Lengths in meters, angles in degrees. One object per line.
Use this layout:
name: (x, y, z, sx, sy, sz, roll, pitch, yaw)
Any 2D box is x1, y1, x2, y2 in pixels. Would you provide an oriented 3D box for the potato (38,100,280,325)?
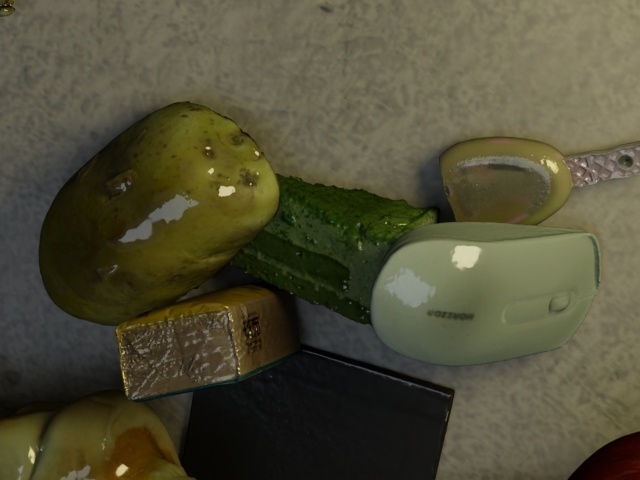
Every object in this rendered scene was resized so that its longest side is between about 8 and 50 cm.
potato: (-0.176, -0.015, 1.832, 0.271, 0.111, 0.160, -36, 85, 34)

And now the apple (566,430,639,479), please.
apple: (0.335, 0.334, 1.729, 0.328, 0.295, 0.365, -12, 112, -2)

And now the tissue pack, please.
tissue pack: (-0.101, 0.090, 1.835, 0.120, 0.169, 0.082, -12, 91, 21)

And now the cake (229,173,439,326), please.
cake: (-0.020, 0.000, 1.819, 0.235, 0.099, 0.100, 14, 114, 12)

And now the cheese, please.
cheese: (0.202, -0.057, 1.758, 0.192, 0.037, 0.097, -12, 110, 21)

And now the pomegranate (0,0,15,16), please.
pomegranate: (-0.353, -0.224, 1.828, 0.142, 0.114, 0.114, -7, 112, -5)

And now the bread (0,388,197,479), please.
bread: (-0.252, 0.299, 1.963, 0.341, 0.210, 0.300, -15, 85, 17)

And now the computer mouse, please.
computer mouse: (0.149, 0.050, 1.748, 0.231, 0.079, 0.128, -1, 119, -22)

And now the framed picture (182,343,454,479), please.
framed picture: (-0.019, 0.258, 1.980, 0.255, 0.014, 0.339, 15, 116, 11)
